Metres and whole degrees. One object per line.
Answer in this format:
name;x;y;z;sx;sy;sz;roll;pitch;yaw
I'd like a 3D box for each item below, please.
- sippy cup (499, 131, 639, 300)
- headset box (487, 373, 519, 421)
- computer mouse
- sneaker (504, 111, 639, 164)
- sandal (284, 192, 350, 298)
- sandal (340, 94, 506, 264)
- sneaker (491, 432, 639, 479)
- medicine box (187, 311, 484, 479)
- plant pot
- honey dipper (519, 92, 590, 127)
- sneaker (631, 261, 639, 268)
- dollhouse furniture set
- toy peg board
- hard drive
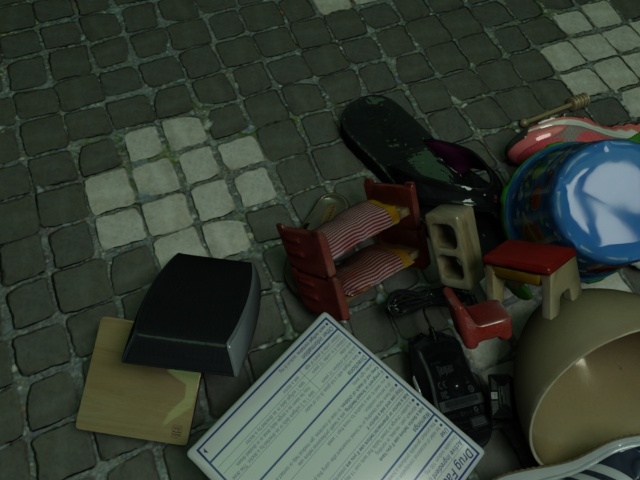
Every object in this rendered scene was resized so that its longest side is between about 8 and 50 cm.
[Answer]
sippy cup;0.403;-0.049;0.875;0.240;0.224;0.306;9;89;7
headset box;0.274;0.236;0.882;0.032;0.083;0.062;-9;66;25
computer mouse;0.210;0.191;0.934;0.184;0.060;0.262;-10;66;-31
sneaker;0.505;-0.148;1.098;0.313;0.116;0.136;1;63;-3
sandal;0.000;0.000;1.013;0.090;0.060;0.219;20;62;7
sandal;0.207;-0.120;1.065;0.446;0.107;0.167;42;68;17
sneaker;0.360;0.350;0.744;0.282;0.099;0.153;-16;26;0
medicine box;0.018;0.300;0.803;0.289;0.149;0.263;40;66;16
plant pot;0.396;0.178;0.854;0.284;0.284;0.191;-5;30;-7
honey dipper;0.477;-0.262;1.206;0.160;0.030;0.030;-23;66;-13
sneaker;0.493;-0.052;1.032;0.281;0.115;0.105;21;39;1
dollhouse furniture set;0.135;0.023;0.833;0.201;0.152;0.374;-30;24;-31
toy peg board;-0.256;0.209;0.887;0.161;0.079;0.161;9;77;1
hard drive;-0.178;0.097;0.876;0.172;0.054;0.255;8;25;-2
